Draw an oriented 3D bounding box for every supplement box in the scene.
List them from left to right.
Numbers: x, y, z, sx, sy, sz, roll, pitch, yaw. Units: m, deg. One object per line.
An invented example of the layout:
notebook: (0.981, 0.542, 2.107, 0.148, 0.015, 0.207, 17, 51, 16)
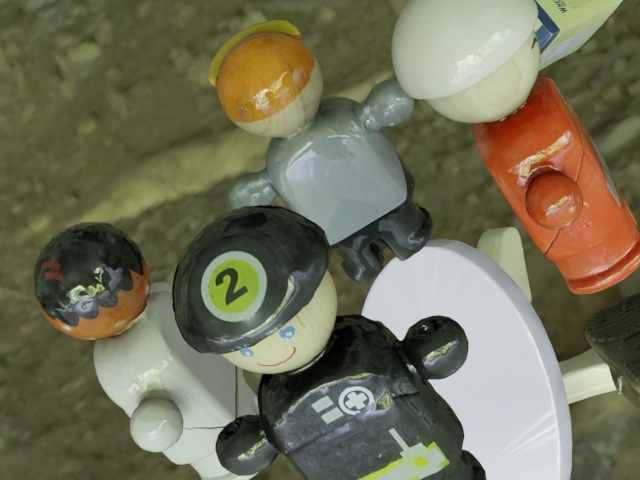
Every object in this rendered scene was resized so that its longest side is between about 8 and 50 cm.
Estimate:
supplement box: (0.129, -0.154, 0.902, 0.083, 0.083, 0.056, -30, -13, -37)

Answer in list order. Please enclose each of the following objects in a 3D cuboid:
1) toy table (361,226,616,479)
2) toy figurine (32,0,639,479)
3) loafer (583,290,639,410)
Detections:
toy table: (0.148, 0.122, 1.220, 0.252, 0.274, 0.161, 6, 15, 30)
toy figurine: (0.000, 0.000, 0.595, 0.209, 0.148, 0.213, 6, 50, 53)
loafer: (0.177, 0.066, 0.766, 0.056, 0.050, 0.148, -25, 13, 10)
